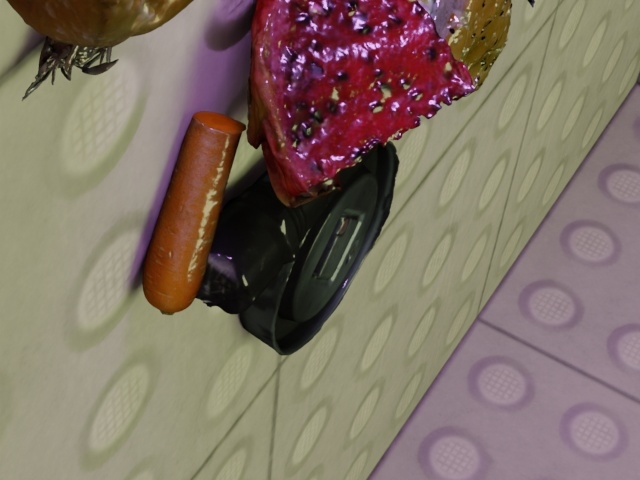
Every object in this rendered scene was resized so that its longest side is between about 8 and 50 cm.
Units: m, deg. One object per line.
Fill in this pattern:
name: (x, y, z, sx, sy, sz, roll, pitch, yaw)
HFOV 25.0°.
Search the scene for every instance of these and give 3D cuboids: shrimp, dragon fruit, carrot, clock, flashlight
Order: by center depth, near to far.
shrimp: (-0.182, -0.165, 1.145, 0.165, 0.065, 0.056, -57, -174, -19)
carrot: (-0.137, -0.023, 1.504, 0.067, 0.067, 0.225, -27, 139, -64)
dragon fruit: (0.042, -0.156, 1.528, 0.302, 0.240, 0.330, -64, 170, -6)
flashlight: (-0.022, -0.073, 1.734, 0.424, 0.103, 0.103, -50, 160, -41)
clock: (0.000, 0.000, 1.951, 0.325, 0.067, 0.325, -54, 162, -27)

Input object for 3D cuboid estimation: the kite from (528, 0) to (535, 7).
kite: (0.203, -0.434, 1.681, 0.011, 0.335, 0.314, -19, -169, -10)

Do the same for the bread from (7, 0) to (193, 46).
bread: (-0.134, -0.263, 0.951, 0.246, 0.176, 0.196, -48, 146, -34)

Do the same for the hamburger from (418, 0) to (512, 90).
hamburger: (0.137, -0.283, 1.747, 0.192, 0.167, 0.288, -64, 162, 5)
